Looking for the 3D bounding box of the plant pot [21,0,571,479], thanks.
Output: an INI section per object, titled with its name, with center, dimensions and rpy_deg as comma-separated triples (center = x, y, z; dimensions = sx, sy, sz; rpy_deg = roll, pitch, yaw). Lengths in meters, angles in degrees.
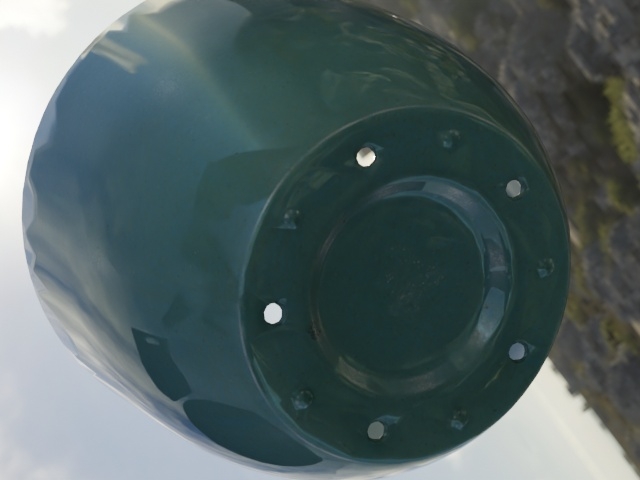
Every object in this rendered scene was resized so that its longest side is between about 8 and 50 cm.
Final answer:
[plant pot]
center = 0.000, 0.000, 0.744
dimensions = 0.293, 0.293, 0.235
rpy_deg = 51, 169, -23
